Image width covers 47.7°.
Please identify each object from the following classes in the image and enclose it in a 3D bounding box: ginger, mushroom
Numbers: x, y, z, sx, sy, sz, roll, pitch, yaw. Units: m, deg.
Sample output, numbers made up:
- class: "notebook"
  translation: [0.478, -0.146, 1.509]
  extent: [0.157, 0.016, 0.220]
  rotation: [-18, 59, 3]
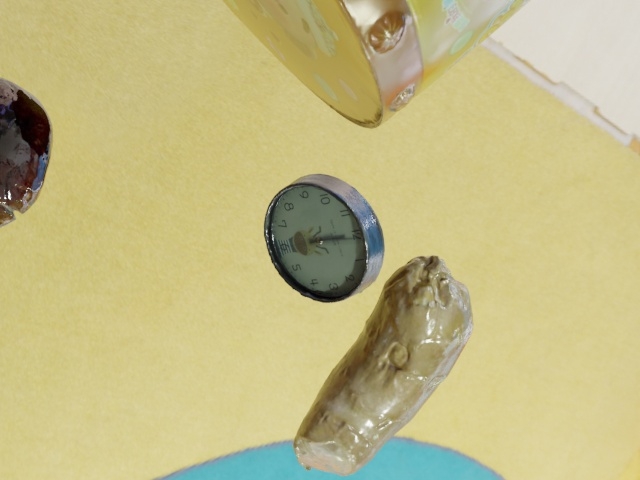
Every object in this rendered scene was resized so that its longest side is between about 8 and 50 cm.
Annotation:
- class: "ginger"
  translation: [0.046, 0.093, 0.516]
  extent: [0.095, 0.069, 0.190]
  rotation: [11, 116, -48]
- class: "mushroom"
  translation: [-0.248, -0.062, 0.508]
  extent: [0.123, 0.123, 0.052]
  rotation: [-37, 156, -8]

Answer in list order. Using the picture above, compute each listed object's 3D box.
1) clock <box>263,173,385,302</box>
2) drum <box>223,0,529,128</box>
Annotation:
- class: "clock"
  translation: [0.000, 0.000, 1.002]
  extent: [0.040, 0.185, 0.184]
  rotation: [-32, 129, -49]
- class: "drum"
  translation: [-0.013, -0.305, 0.535]
  extent: [0.214, 0.431, 0.431]
  rotation: [-43, 125, 0]
